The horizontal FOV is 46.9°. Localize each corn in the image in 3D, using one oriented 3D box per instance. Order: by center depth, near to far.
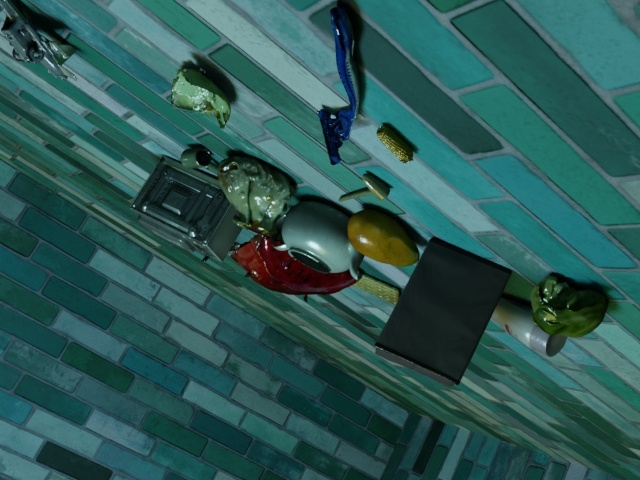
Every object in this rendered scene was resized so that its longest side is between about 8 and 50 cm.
[{"bbox_3d":[0.120,-0.150,1.170,0.027,0.028,0.083,-20,134,41],"label":"corn"}]

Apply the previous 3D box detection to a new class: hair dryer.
[{"bbox_3d":[-0.248,-0.166,1.717,0.150,0.047,0.071,32,164,-36],"label":"hair dryer"}]

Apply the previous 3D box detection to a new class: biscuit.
[{"bbox_3d":[0.114,0.112,2.022,0.232,0.016,0.139,23,163,17],"label":"biscuit"}]

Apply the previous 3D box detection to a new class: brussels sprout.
[{"bbox_3d":[0.463,0.134,1.383,0.139,0.100,0.181,4,147,12],"label":"brussels sprout"}]

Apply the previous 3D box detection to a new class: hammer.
[{"bbox_3d":[0.067,-0.096,1.439,0.060,0.028,0.195,38,163,-15],"label":"hammer"}]

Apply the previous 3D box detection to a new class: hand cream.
[{"bbox_3d":[0.409,0.163,1.605,0.248,0.083,0.133,26,165,46],"label":"hand cream"}]

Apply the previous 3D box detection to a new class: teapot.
[{"bbox_3d":[0.000,0.000,1.651,0.294,0.129,0.193,15,159,40],"label":"teapot"}]

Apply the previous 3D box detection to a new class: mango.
[{"bbox_3d":[0.126,-0.002,1.526,0.115,0.089,0.165,-5,148,47],"label":"mango"}]

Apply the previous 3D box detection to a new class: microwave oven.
[{"bbox_3d":[-0.328,-0.075,1.863,0.241,0.193,0.145,25,163,18],"label":"microwave oven"}]

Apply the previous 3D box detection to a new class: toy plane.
[{"bbox_3d":[-0.584,-0.407,1.429,0.192,0.088,0.262,14,159,43],"label":"toy plane"}]

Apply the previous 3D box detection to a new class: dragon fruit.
[{"bbox_3d":[-0.089,0.093,1.959,0.344,0.100,0.282,22,161,-27],"label":"dragon fruit"}]

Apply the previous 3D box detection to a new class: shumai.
[{"bbox_3d":[-0.160,-0.090,1.620,0.184,0.141,0.184,22,164,7],"label":"shumai"}]

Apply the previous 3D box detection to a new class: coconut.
[{"bbox_3d":[-0.212,-0.260,1.328,0.133,0.055,0.158,35,164,-28],"label":"coconut"}]

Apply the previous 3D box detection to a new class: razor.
[{"bbox_3d":[0.033,-0.225,1.055,0.056,0.093,0.324,-12,159,-6],"label":"razor"}]

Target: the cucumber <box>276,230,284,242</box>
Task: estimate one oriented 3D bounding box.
[{"bbox_3d":[-0.062,0.037,2.005,0.052,0.058,0.214,11,160,22],"label":"cucumber"}]

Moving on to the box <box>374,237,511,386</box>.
[{"bbox_3d":[0.244,0.153,1.501,0.188,0.252,0.153,24,165,12],"label":"box"}]
